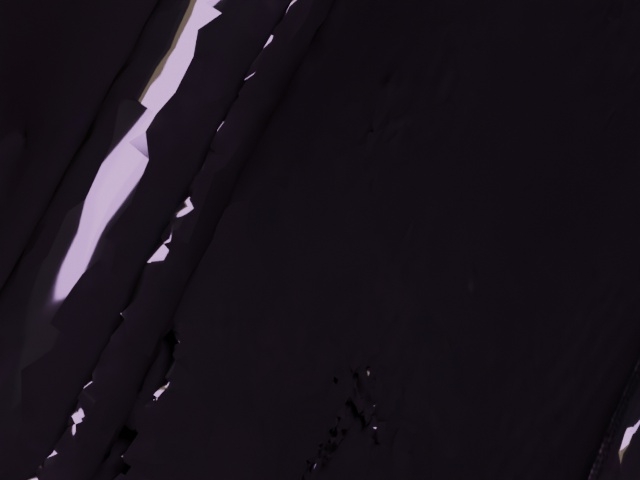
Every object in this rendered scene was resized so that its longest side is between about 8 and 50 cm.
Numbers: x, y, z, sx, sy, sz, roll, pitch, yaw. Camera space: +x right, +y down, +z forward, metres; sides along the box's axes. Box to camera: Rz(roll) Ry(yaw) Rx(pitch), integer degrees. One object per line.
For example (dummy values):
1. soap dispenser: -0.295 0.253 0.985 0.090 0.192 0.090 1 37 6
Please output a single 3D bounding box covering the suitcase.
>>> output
1. suitcase: 0.000 0.000 0.509 0.188 0.339 0.345 9 60 36
